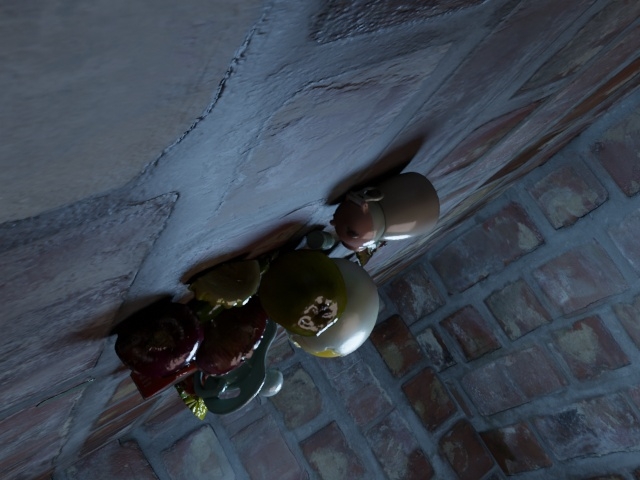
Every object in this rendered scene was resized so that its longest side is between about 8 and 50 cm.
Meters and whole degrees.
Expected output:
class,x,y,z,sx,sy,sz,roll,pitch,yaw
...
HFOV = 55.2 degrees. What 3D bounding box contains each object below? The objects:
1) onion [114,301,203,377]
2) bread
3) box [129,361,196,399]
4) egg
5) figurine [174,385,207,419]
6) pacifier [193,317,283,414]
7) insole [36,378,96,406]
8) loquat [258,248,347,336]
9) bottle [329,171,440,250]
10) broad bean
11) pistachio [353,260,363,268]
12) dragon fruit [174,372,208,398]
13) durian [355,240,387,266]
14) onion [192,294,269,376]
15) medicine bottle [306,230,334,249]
class,x,y,z,sx,sy,sz,roll,pitch,yaw
onion,-0.319,0.213,1.261,0.173,0.135,0.198,-28,171,-7
bread,-0.182,0.093,1.243,0.157,0.094,0.083,-34,169,-42
box,-0.414,0.345,1.696,0.133,0.099,0.182,-37,171,20
egg,0.034,0.191,1.797,0.283,0.283,0.345,-26,164,-31
figurine,-0.417,0.554,2.506,0.315,0.168,0.187,-40,-147,-7
pacifier,-0.224,0.386,1.846,0.288,0.269,0.343,-14,-137,34
insole,-0.608,0.366,1.472,0.053,0.002,0.153,-39,168,34
loquat,-0.048,0.111,1.462,0.214,0.246,0.213,-12,122,-19
bottle,0.132,-0.058,1.350,0.237,0.147,0.147,-18,164,-29
broad bean,-0.218,0.125,1.377,0.318,0.056,0.098,-35,170,1
pistachio,0.053,0.180,2.185,0.260,0.163,0.213,-44,-168,-10
dragon fruit,-0.476,0.533,2.317,0.236,0.135,0.137,-18,-178,21
durian,0.124,-0.046,1.564,0.187,0.119,0.108,-45,131,3
onion,-0.240,0.213,1.489,0.230,0.163,0.230,-41,-153,27
medicine bottle,0.000,0.000,1.462,0.047,0.047,0.083,-35,169,14
